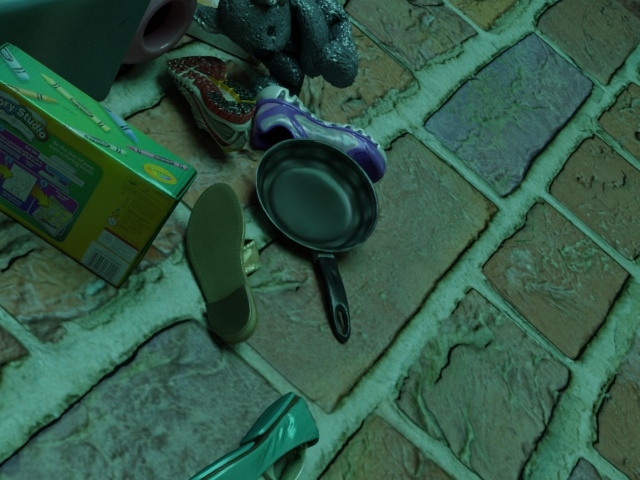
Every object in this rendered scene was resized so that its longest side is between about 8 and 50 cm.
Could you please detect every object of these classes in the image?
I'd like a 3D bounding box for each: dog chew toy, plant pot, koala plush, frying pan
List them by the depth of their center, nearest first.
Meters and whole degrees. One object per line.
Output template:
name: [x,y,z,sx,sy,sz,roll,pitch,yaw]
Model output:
plant pot: [-0.416,-0.318,1.608,0.248,0.247,0.252,48,43,14]
frying pan: [0.023,-0.009,1.781,0.197,0.053,0.326,-17,70,-34]
dog chew toy: [-0.340,-0.413,1.827,0.332,0.206,0.206,42,33,21]
koala plush: [-0.079,-0.338,1.897,0.221,0.196,0.203,17,62,-49]

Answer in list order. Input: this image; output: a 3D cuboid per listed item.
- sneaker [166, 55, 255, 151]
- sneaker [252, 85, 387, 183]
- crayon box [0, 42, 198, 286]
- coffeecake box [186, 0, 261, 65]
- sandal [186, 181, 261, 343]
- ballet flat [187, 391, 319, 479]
sneaker: [-0.174,-0.211,1.841,0.088,0.093,0.225,-10,38,-25]
sneaker: [-0.010,-0.143,1.901,0.236,0.095,0.104,27,41,-7]
crayon box: [-0.311,-0.089,1.480,0.278,0.165,0.081,35,34,-5]
coffeecake box: [-0.172,-0.394,2.063,0.185,0.068,0.142,21,36,-24]
sandal: [-0.116,0.041,1.611,0.079,0.088,0.240,47,24,-51]
ballet flat: [-0.071,0.258,1.369,0.087,0.083,0.247,55,37,0]
